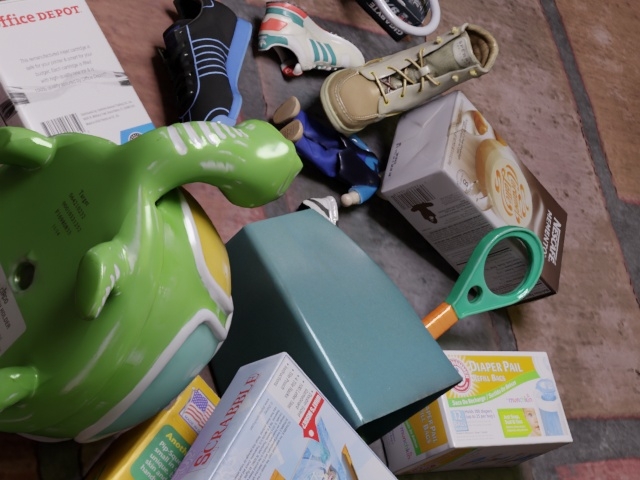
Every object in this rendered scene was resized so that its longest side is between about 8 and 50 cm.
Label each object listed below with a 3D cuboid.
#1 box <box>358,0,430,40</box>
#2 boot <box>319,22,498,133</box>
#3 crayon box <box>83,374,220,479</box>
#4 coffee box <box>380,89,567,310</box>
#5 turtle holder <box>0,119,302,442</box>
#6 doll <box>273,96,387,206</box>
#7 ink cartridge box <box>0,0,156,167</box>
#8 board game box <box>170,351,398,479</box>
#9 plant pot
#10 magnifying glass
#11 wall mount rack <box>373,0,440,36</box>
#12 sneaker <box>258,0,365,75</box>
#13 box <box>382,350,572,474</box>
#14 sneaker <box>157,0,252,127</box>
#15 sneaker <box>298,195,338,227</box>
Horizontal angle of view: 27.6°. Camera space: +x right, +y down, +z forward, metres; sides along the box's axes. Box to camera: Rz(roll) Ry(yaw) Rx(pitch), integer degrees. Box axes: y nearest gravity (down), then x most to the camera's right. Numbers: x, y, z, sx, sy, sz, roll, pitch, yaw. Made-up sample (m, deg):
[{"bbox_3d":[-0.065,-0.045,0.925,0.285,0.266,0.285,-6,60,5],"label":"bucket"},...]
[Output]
[{"bbox_3d":[0.095,-0.401,1.792,0.175,0.051,0.220,42,44,-15],"label":"box"},{"bbox_3d":[0.108,-0.196,1.546,0.213,0.165,0.077,-28,97,-55],"label":"boot"},{"bbox_3d":[-0.142,0.297,1.121,0.203,0.083,0.323,49,43,-10],"label":"crayon box"},{"bbox_3d":[0.194,-0.046,1.602,0.246,0.098,0.141,43,44,-30],"label":"coffee box"},{"bbox_3d":[-0.181,0.020,1.105,0.227,0.243,0.320,25,87,-52],"label":"turtle holder"},{"bbox_3d":[0.026,-0.094,1.544,0.189,0.046,0.129,29,39,-36],"label":"doll"},{"bbox_3d":[-0.261,-0.130,1.267,0.148,0.086,0.203,-24,82,-48],"label":"ink cartridge box"},{"bbox_3d":[-0.016,0.314,1.069,0.318,0.066,0.318,51,44,-18],"label":"board game box"},{"bbox_3d":[-0.014,0.098,1.312,0.166,0.165,0.234,-16,70,-47],"label":"plant pot"},{"bbox_3d":[0.170,0.068,1.510,0.231,0.026,0.092,-37,117,-15],"label":"magnifying glass"},{"bbox_3d":[0.047,-0.419,1.627,0.304,0.130,0.350,-30,85,-46],"label":"wall mount rack"},{"bbox_3d":[-0.015,-0.226,1.592,0.161,0.057,0.075,29,75,-39],"label":"sneaker"},{"bbox_3d":[0.169,0.192,1.460,0.203,0.103,0.114,4,63,-42],"label":"box"},{"bbox_3d":[-0.138,-0.180,1.426,0.090,0.081,0.232,29,42,-24],"label":"sneaker"},{"bbox_3d":[0.000,0.000,1.476,0.044,0.040,0.109,2,60,-24],"label":"sneaker"}]
